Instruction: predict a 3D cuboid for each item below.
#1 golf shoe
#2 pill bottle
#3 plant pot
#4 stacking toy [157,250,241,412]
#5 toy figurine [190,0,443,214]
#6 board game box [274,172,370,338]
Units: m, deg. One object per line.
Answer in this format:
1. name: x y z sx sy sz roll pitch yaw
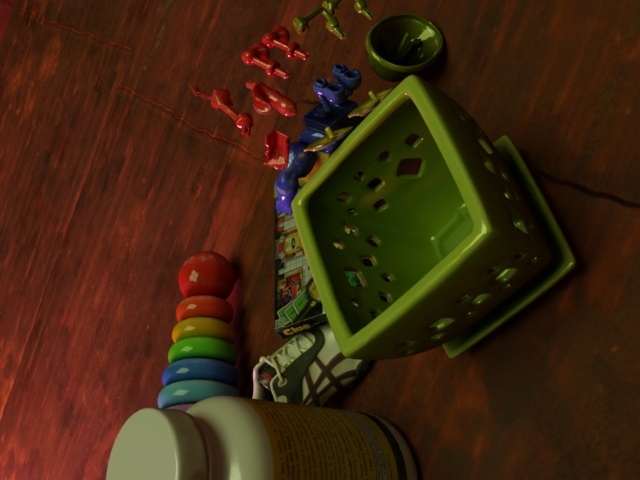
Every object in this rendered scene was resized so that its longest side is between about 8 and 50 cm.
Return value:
1. golf shoe: -0.015 0.164 1.177 0.105 0.120 0.272 31 100 51
2. pill bottle: -0.062 0.276 1.023 0.188 0.334 0.188 -20 63 44
3. plant pot: 0.132 -0.006 0.992 0.228 0.207 0.227 -44 49 31
4. stacking toy: -0.183 0.170 1.369 0.141 0.141 0.330 -29 53 41
5. toy figurine: 0.001 -0.148 1.177 0.191 0.362 0.217 27 136 19
6. board game box: 0.000 0.000 1.210 0.136 0.030 0.259 -20 48 19
